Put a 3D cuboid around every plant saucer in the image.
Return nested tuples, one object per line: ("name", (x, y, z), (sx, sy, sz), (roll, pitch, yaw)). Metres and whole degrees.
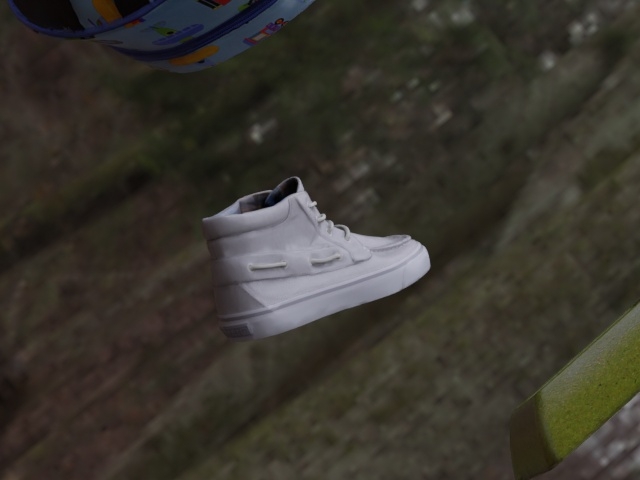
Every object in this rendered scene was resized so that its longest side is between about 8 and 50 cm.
("plant saucer", (0.206, 0.091, 1.260), (0.045, 0.188, 0.188), (49, -8, 7))

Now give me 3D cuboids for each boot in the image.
("boot", (0.000, 0.000, 1.608), (0.095, 0.258, 0.123), (-7, -82, 41))

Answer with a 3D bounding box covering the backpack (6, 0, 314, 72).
("backpack", (-0.041, -0.136, 0.632), (0.117, 0.158, 0.173), (38, 31, -48))
